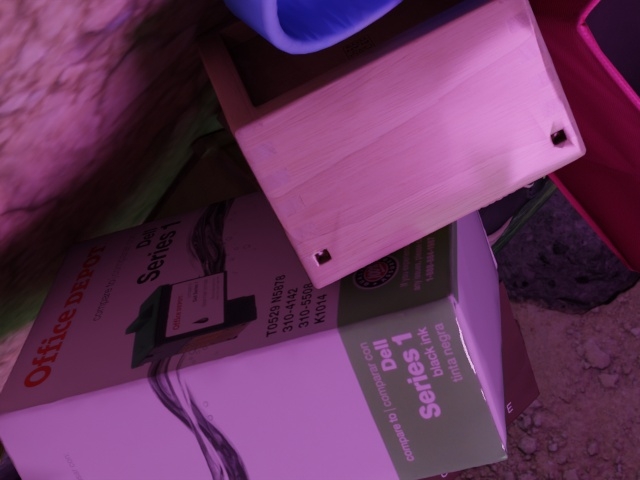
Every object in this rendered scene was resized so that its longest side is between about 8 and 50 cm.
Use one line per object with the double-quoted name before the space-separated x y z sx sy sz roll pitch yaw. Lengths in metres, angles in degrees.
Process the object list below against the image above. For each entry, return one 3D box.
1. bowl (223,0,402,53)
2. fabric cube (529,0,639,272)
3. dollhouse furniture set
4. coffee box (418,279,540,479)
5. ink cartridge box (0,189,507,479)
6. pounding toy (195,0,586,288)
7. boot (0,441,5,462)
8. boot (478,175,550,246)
"bowl" 0.093 -0.223 0.396 0.391 0.077 0.391 -45 176 -4
"fabric cube" 0.253 -0.124 0.778 0.254 0.259 0.258 -46 -163 -4
"dollhouse furniture set" 0.000 0.000 0.784 0.182 0.161 0.101 -49 170 31
"coffee box" 0.005 0.083 0.932 0.246 0.098 0.141 10 -140 45
"ink cartridge box" -0.028 0.048 0.649 0.219 0.092 0.160 -15 -153 13
"pounding toy" 0.057 -0.090 0.616 0.206 0.094 0.181 -27 -152 0
"boot" -0.206 0.085 0.505 0.262 0.095 0.203 -31 162 -43
"boot" 0.178 -0.147 0.991 0.377 0.138 0.284 -26 156 -52
